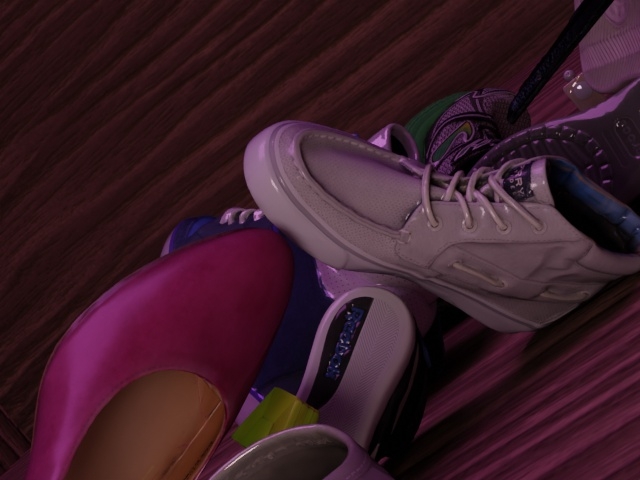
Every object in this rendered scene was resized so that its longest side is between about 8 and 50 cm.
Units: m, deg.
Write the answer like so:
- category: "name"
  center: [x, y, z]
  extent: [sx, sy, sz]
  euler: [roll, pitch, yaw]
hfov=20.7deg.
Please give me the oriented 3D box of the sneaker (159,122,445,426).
- category: "sneaker"
  center: [0.000, 0.000, 1.342]
  extent: [0.236, 0.130, 0.323]
  euler: [-58, 29, 16]

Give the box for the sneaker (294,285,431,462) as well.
- category: "sneaker"
  center: [0.009, 0.142, 1.096]
  extent: [0.217, 0.079, 0.121]
  euler: [-60, -23, -8]

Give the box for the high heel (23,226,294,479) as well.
- category: "high heel"
  center: [-0.101, 0.163, 0.939]
  extent: [0.181, 0.127, 0.377]
  euler: [28, 77, 45]

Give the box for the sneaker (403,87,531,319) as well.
- category: "sneaker"
  center: [0.138, -0.037, 1.514]
  extent: [0.146, 0.134, 0.343]
  euler: [-29, 19, 31]

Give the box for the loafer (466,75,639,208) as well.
- category: "loafer"
  center: [0.216, -0.058, 1.286]
  extent: [0.251, 0.094, 0.087]
  euler: [-28, -16, 24]

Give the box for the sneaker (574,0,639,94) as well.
- category: "sneaker"
  center: [0.304, -0.189, 1.432]
  extent: [0.148, 0.131, 0.350]
  euler: [-10, 11, -5]

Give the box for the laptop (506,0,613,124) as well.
- category: "laptop"
  center: [0.270, -0.178, 1.105]
  extent: [0.264, 0.137, 0.234]
  euler: [-53, -1, -31]

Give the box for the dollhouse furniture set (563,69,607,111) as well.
- category: "dollhouse furniture set"
  center: [0.215, -0.094, 1.567]
  extent: [0.114, 0.081, 0.091]
  euler: [-39, 4, 11]

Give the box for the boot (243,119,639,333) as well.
- category: "boot"
  center: [0.086, -0.026, 1.070]
  extent: [0.123, 0.258, 0.095]
  euler: [-32, 48, 40]

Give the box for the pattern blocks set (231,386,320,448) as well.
- category: "pattern blocks set"
  center: [-0.086, 0.208, 0.965]
  extent: [0.285, 0.026, 0.325]
  euler: [-55, 15, -1]

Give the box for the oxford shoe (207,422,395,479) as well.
- category: "oxford shoe"
  center: [-0.011, 0.165, 0.596]
  extent: [0.169, 0.130, 0.449]
  euler: [-38, 6, 4]
